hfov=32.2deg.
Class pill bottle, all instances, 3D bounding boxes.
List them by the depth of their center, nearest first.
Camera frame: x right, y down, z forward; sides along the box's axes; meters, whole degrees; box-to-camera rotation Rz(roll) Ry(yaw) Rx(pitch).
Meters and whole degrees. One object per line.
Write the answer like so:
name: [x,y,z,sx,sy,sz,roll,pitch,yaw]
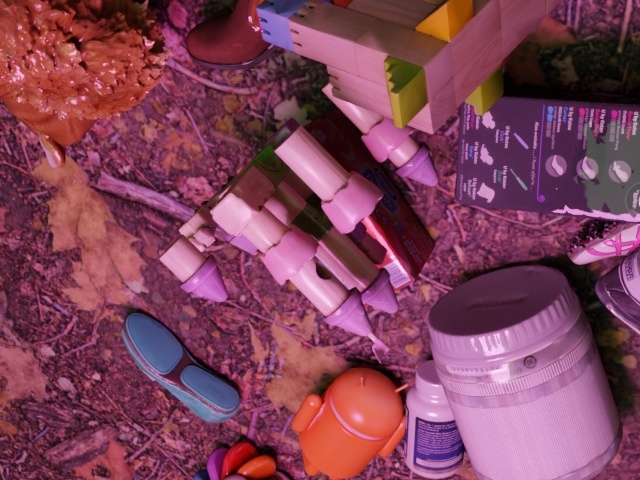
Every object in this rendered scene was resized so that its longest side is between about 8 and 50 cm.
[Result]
pill bottle: [0.177,0.271,1.701,0.094,0.094,0.169,10,120,18]

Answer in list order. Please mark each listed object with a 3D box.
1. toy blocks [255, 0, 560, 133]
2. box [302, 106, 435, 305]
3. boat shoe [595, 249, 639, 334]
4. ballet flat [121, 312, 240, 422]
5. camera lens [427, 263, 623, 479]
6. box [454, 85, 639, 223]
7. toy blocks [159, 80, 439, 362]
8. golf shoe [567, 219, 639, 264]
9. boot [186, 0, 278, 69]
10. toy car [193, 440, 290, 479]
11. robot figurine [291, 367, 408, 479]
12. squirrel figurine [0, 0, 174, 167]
toy blocks: [0.104,-0.287,1.317,0.261,0.381,0.191,26,147,32]
box: [0.033,-0.043,1.577,0.128,0.122,0.257,-29,102,31]
boat shoe: [0.501,0.130,1.474,0.306,0.113,0.105,31,142,-13]
ballet flat: [-0.247,0.225,1.868,0.247,0.083,0.087,39,138,2]
camera lens: [0.284,0.200,1.541,0.219,0.219,0.274,-12,111,28]
box: [0.320,-0.109,1.365,0.270,0.165,0.143,8,103,27]
toy blocks: [0.000,0.000,1.376,0.260,0.288,0.309,45,119,-9]
golf shoe: [0.417,-0.002,1.470,0.186,0.067,0.086,-27,105,32]
boot: [-0.103,-0.349,1.412,0.264,0.096,0.280,-4,146,24]
toy car: [-0.147,0.417,1.902,0.182,0.159,0.136,-26,70,32]
robot figurine: [0.050,0.287,1.746,0.158,0.128,0.219,39,125,7]
squirrel figurine: [-0.396,-0.251,1.513,0.397,0.281,0.370,23,159,38]
